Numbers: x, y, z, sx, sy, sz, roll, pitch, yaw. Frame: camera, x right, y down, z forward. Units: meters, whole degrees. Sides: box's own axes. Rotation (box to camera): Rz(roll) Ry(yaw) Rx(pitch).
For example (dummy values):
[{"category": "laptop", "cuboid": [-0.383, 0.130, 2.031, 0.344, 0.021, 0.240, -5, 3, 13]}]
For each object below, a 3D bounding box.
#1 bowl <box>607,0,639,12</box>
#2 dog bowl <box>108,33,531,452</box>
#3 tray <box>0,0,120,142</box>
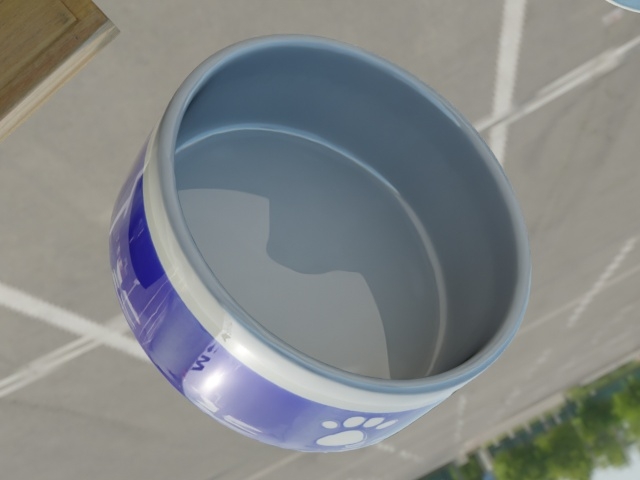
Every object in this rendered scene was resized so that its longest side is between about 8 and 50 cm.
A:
[{"category": "bowl", "cuboid": [0.289, -0.317, 1.007, 0.298, 0.134, 0.298, -14, 145, -10]}, {"category": "dog bowl", "cuboid": [0.000, 0.000, 0.911, 0.265, 0.265, 0.104, -19, 161, -38]}, {"category": "tray", "cuboid": [-0.366, -0.089, 0.992, 0.411, 0.203, 0.076, -42, -179, 1]}]
